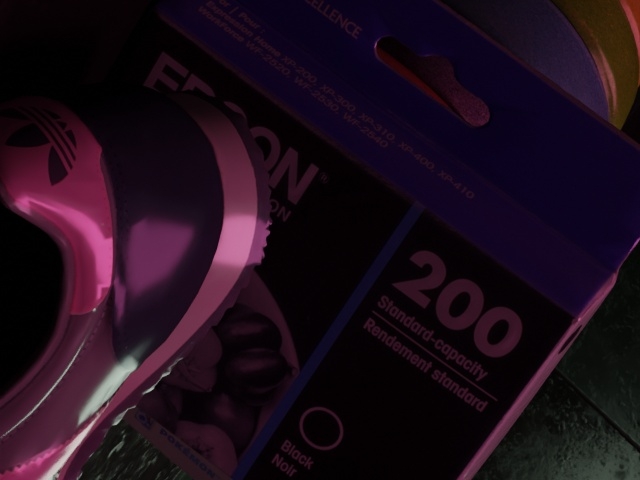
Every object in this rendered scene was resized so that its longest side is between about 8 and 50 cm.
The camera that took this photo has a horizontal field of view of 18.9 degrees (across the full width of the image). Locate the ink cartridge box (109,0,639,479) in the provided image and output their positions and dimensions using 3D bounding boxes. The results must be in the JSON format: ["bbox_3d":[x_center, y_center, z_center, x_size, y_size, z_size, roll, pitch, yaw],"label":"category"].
[{"bbox_3d":[0.000,0.000,0.759,0.208,0.206,0.045,-57,171,23],"label":"ink cartridge box"}]

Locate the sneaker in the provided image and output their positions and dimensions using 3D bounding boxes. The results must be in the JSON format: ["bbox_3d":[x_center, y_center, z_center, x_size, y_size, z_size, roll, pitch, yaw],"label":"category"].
[{"bbox_3d":[-0.150,0.072,0.708,0.131,0.112,0.319,1,126,-55],"label":"sneaker"}]

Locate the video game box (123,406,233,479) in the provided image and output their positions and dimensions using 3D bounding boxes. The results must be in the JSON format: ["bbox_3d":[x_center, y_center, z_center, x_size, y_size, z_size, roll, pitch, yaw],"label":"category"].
[{"bbox_3d":[-0.006,0.060,0.980,0.205,0.187,0.048,-37,166,-51],"label":"video game box"}]

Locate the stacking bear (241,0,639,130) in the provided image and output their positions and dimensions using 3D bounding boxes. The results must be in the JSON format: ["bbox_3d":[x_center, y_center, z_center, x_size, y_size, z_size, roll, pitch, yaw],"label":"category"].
[{"bbox_3d":[0.084,-0.111,0.904,0.289,0.164,0.175,-51,170,-30],"label":"stacking bear"}]
